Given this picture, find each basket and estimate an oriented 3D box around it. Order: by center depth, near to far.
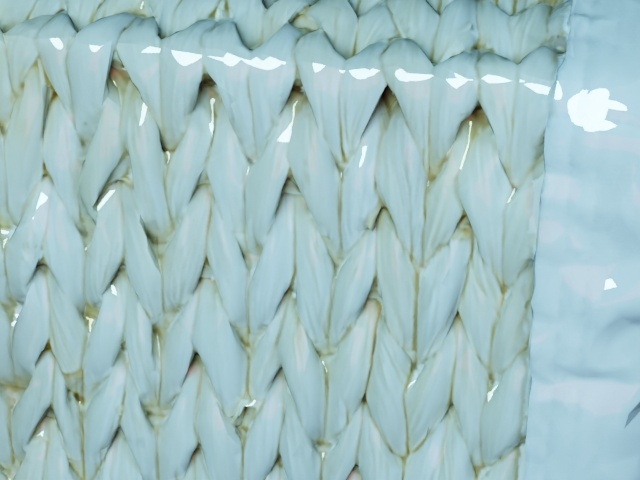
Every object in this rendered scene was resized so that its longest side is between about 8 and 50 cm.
[{"bbox_3d":[0.000,0.000,0.747,0.266,0.328,0.331,8,122,7],"label":"basket"}]
